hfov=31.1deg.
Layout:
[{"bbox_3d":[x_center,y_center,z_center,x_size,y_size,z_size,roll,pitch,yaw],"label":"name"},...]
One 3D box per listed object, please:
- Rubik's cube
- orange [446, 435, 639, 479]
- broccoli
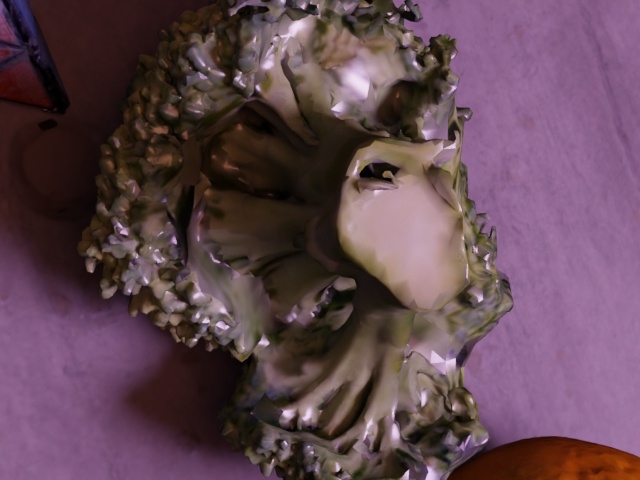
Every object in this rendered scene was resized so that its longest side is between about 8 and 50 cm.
[{"bbox_3d":[-0.229,-0.210,0.703,0.211,0.190,0.178,10,65,-28],"label":"Rubik's cube"},{"bbox_3d":[0.166,0.265,0.784,0.261,0.261,0.261,2,86,-24],"label":"orange"},{"bbox_3d":[-0.018,0.001,0.713,0.249,0.302,0.375,-5,94,14],"label":"broccoli"}]
